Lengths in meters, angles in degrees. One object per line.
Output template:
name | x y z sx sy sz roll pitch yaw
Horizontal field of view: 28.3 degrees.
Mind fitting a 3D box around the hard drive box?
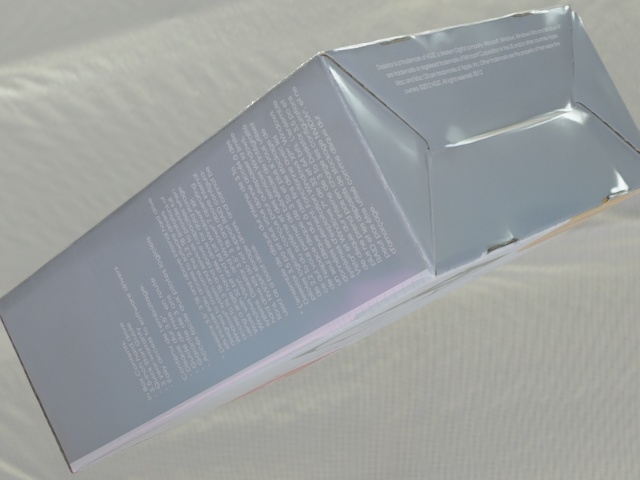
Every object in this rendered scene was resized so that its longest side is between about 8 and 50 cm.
hard drive box | 0.000 0.000 0.554 0.232 0.181 0.089 -31 -98 42
